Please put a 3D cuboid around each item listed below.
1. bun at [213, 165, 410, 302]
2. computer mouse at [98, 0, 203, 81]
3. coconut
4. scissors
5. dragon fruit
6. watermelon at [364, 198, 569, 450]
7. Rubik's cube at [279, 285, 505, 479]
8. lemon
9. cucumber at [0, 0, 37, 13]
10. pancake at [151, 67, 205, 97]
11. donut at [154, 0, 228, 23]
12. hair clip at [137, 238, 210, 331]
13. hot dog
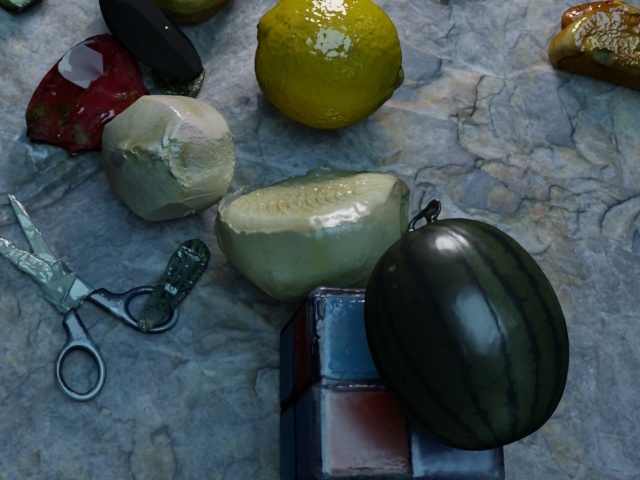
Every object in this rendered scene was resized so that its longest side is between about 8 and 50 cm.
[{"bbox_3d":[-0.002,0.003,1.763,0.364,0.364,0.202,-13,108,-16],"label":"bun"},{"bbox_3d":[-0.326,-0.384,1.843,0.086,0.269,0.137,-33,43,15],"label":"computer mouse"},{"bbox_3d":[-0.273,-0.146,1.769,0.230,0.227,0.227,-18,74,-55],"label":"coconut"},{"bbox_3d":[-0.454,0.075,1.772,0.383,0.029,0.256,46,65,6],"label":"scissors"},{"bbox_3d":[-0.424,-0.268,1.837,0.163,0.189,0.262,34,69,32],"label":"dragon fruit"},{"bbox_3d":[0.204,0.121,1.442,0.279,0.279,0.359,-22,77,-18],"label":"watermelon"},{"bbox_3d":[0.105,0.268,1.689,0.313,0.316,0.318,3,71,-12],"label":"Rubik's cube"},{"bbox_3d":[0.012,-0.345,1.889,0.293,0.293,0.293,4,72,-12],"label":"lemon"},{"bbox_3d":[-0.579,-0.491,1.906,0.115,0.062,0.116,-43,93,-19],"label":"cucumber"},{"bbox_3d":[-0.274,-0.319,1.945,0.108,0.017,0.108,5,72,-15],"label":"pancake"},{"bbox_3d":[-0.255,-0.535,1.958,0.261,0.128,0.208,-33,84,-20],"label":"donut"},{"bbox_3d":[-0.267,0.084,1.792,0.066,0.036,0.229,34,49,-5],"label":"hair clip"},{"bbox_3d":[0.619,-0.425,2.121,0.256,0.150,0.153,13,81,-8],"label":"hot dog"}]
